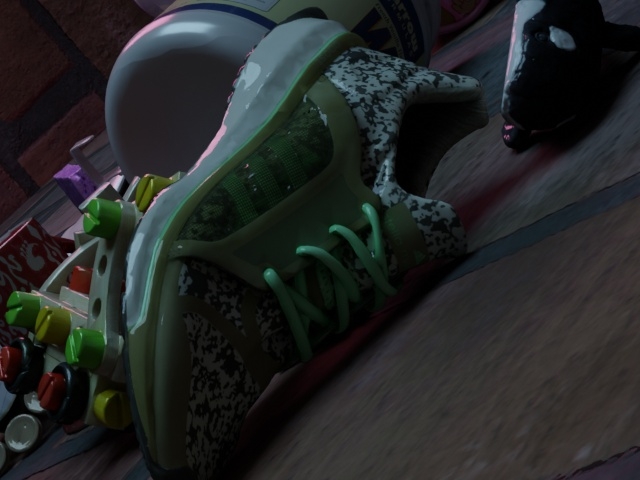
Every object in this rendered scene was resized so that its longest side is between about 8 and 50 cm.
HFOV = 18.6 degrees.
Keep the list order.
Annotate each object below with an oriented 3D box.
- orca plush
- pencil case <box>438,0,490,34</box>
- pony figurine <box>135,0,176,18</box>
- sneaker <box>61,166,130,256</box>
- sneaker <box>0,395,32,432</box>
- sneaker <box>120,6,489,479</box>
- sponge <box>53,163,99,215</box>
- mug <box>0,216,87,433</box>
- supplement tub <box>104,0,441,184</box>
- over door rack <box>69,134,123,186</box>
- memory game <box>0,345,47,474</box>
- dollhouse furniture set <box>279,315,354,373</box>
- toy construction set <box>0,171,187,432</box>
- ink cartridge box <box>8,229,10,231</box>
[{"bbox_3d":[0.195,-0.140,1.476,0.287,0.102,0.151,-42,-40,-82],"label":"orca plush"},{"bbox_3d":[0.127,-0.338,2.266,0.160,0.167,0.386,-3,16,4],"label":"pencil case"},{"bbox_3d":[-0.081,-0.328,2.484,0.303,0.351,0.363,-21,5,-24],"label":"pony figurine"},{"bbox_3d":[-0.240,-0.029,2.342,0.123,0.106,0.290,-21,22,53],"label":"sneaker"},{"bbox_3d":[-0.341,0.114,1.968,0.295,0.124,0.178,-18,41,63],"label":"sneaker"},{"bbox_3d":[0.000,0.000,1.305,0.182,0.158,0.410,5,51,25],"label":"sneaker"},{"bbox_3d":[-0.302,-0.048,2.607,0.031,0.117,0.210,-39,10,-9],"label":"sponge"},{"bbox_3d":[-0.232,0.064,1.746,0.113,0.169,0.150,-34,12,28],"label":"mug"},{"bbox_3d":[-0.034,-0.166,1.861,0.235,0.235,0.325,-31,13,39],"label":"supplement tub"},{"bbox_3d":[-0.088,-0.142,2.220,0.324,0.108,0.239,-13,20,20],"label":"over door rack"},{"bbox_3d":[-0.320,0.138,1.823,0.186,0.186,0.012,-38,-30,8],"label":"memory game"},{"bbox_3d":[-0.004,0.026,1.427,0.076,0.058,0.151,-35,11,25],"label":"dollhouse furniture set"},{"bbox_3d":[-0.164,0.038,1.563,0.328,0.151,0.215,-157,80,-75],"label":"toy construction set"},{"bbox_3d":[-0.345,0.066,2.231,0.135,0.056,0.099,-70,22,6],"label":"ink cartridge box"}]
